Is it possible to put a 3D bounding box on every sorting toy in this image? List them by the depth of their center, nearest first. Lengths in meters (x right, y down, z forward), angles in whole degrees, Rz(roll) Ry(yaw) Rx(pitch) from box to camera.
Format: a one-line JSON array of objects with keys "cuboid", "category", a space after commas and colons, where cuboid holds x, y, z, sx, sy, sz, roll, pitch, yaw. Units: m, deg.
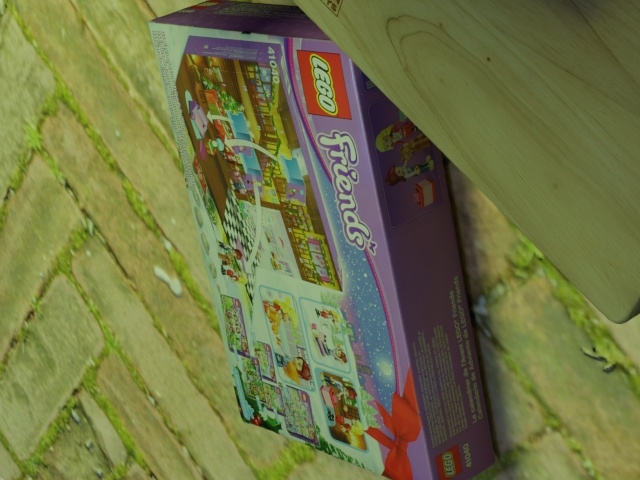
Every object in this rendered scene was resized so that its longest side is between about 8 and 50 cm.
[{"cuboid": [0.120, -0.142, 0.718, 0.257, 0.089, 0.255, 48, 143, 23], "category": "sorting toy"}]

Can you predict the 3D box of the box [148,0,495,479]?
[{"cuboid": [0.000, 0.000, 1.004, 0.201, 0.057, 0.293, 15, 123, 49], "category": "box"}]
